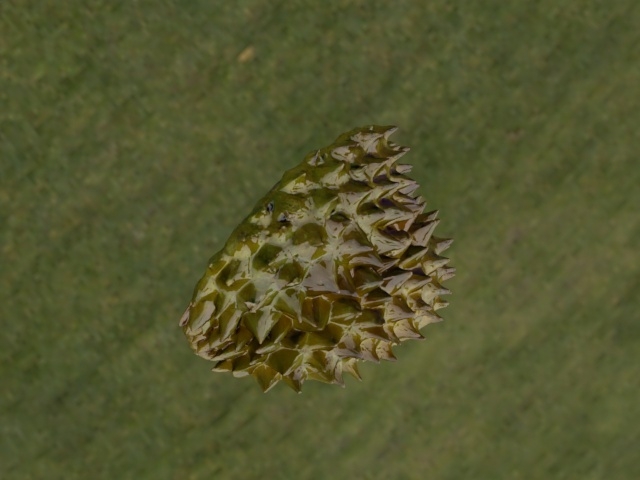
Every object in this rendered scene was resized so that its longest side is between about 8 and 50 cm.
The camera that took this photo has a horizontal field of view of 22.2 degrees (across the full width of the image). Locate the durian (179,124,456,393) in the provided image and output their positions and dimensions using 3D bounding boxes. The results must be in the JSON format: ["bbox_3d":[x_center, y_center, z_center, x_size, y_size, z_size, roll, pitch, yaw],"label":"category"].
[{"bbox_3d":[0.012,-0.001,1.184,0.260,0.154,0.186,-52,153,-39],"label":"durian"}]
